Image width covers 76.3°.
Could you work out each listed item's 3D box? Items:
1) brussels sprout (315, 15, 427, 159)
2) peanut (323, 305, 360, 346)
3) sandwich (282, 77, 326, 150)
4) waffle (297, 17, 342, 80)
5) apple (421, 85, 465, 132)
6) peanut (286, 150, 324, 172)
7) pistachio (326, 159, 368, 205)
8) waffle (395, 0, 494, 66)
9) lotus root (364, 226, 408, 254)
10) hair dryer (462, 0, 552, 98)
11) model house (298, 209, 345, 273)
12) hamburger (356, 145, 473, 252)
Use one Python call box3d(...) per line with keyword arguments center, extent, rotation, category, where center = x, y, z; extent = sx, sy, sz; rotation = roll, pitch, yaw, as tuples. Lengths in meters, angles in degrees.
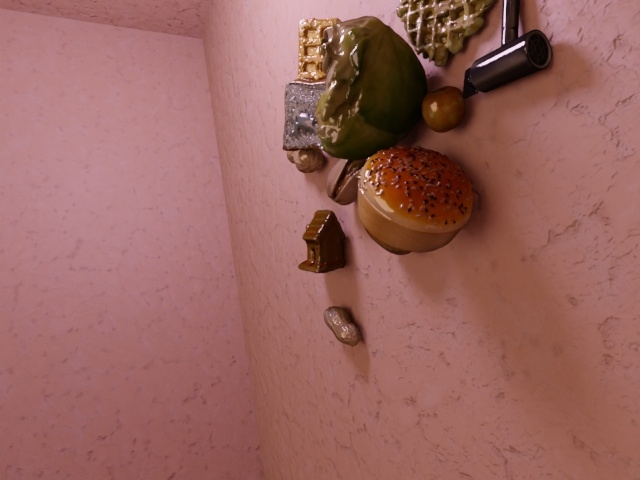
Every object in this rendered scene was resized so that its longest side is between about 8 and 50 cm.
box3d(center=(0.127, -0.408, 1.124), extent=(0.276, 0.314, 0.372), rotation=(-117, 18, -56), category="brussels sprout")
box3d(center=(0.085, 0.324, 1.558), extent=(0.099, 0.090, 0.214), rotation=(-55, 40, 10), category="peanut")
box3d(center=(-0.008, -0.452, 1.496), extent=(0.301, 0.099, 0.272), rotation=(16, 115, 38), category="sandwich")
box3d(center=(-0.006, -0.686, 1.536), extent=(0.167, 0.057, 0.274), rotation=(12, 108, 29), category="waffle")
box3d(center=(0.300, -0.322, 1.006), extent=(0.114, 0.099, 0.102), rotation=(-99, -12, -68), category="apple")
box3d(center=(-0.073, -0.354, 1.734), extent=(0.256, 0.123, 0.124), rotation=(35, 124, 57), category="peanut")
box3d(center=(0.095, -0.211, 1.412), extent=(0.215, 0.143, 0.144), rotation=(-55, 46, 39), category="pistachio")
box3d(center=(0.299, -0.612, 1.002), extent=(0.297, 0.073, 0.317), rotation=(-57, 45, 50), category="waffle")
box3d(center=(0.204, -0.059, 1.217), extent=(0.260, 0.128, 0.145), rotation=(49, 123, 42), category="lotus root")
box3d(center=(0.388, -0.454, 0.877), extent=(0.195, 0.077, 0.249), rotation=(1, 85, 64), category="hair dryer")
box3d(center=(-0.010, 0.000, 1.598), extent=(0.268, 0.173, 0.239), rotation=(4, 98, 60), category="model house")
box3d(center=(0.224, -0.114, 0.991), extent=(0.176, 0.300, 0.300), rotation=(103, 149, -42), category="hamburger")
